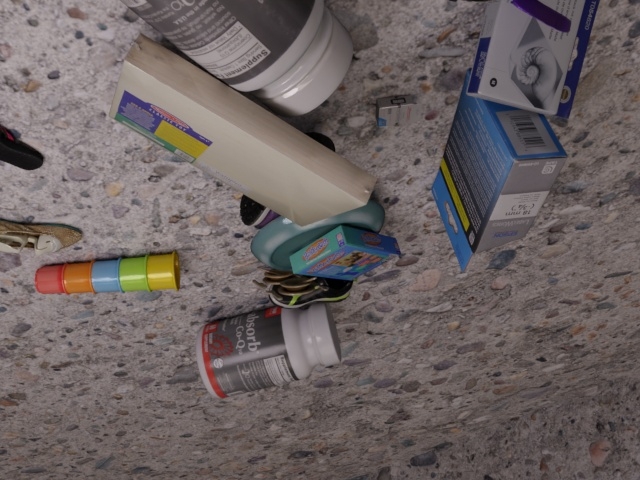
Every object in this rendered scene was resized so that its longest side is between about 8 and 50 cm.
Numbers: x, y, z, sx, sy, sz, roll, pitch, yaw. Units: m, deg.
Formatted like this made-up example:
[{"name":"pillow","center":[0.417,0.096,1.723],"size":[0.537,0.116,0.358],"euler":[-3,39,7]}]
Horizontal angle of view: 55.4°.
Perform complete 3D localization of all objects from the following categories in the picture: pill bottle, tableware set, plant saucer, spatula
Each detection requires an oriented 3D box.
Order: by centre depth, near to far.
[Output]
[{"name":"pill bottle","center":[-0.125,-0.338,0.837],"size":[0.204,0.204,0.361],"euler":[-30,140,25]},{"name":"spatula","center":[0.230,-0.366,0.912],"size":[0.296,0.084,0.030],"euler":[19,130,12]},{"name":"plant saucer","center":[0.000,0.000,1.383],"size":[0.317,0.044,0.318],"euler":[-13,158,-5]},{"name":"tableware set","center":[-0.081,0.092,1.474],"size":[0.128,0.194,0.039],"euler":[-10,104,-25]},{"name":"pill bottle","center":[-0.137,0.291,1.669],"size":[0.362,0.210,0.210],"euler":[-15,143,6]}]

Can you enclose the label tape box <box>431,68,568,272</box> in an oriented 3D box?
[{"name":"label tape box","center":[0.330,-0.129,1.193],"size":[0.105,0.241,0.334],"euler":[-6,144,-8]}]

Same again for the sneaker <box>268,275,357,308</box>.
[{"name":"sneaker","center":[-0.019,0.111,1.568],"size":[0.234,0.084,0.097],"euler":[-6,148,-23]}]

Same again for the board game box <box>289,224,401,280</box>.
[{"name":"board game box","center":[0.058,0.033,1.381],"size":[0.160,0.047,0.210],"euler":[-30,155,33]}]

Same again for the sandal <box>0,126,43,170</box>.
[{"name":"sandal","center":[-0.580,-0.177,1.092],"size":[0.067,0.040,0.179],"euler":[-18,158,20]}]

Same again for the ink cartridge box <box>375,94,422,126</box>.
[{"name":"ink cartridge box","center":[0.149,-0.249,1.166],"size":[0.083,0.028,0.048],"euler":[-7,144,-4]}]

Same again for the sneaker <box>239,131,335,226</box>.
[{"name":"sneaker","center":[-0.044,-0.120,1.252],"size":[0.124,0.107,0.283],"euler":[9,148,-39]}]

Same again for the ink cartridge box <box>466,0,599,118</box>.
[{"name":"ink cartridge box","center":[0.364,-0.325,0.997],"size":[0.223,0.045,0.223],"euler":[6,101,-23]}]

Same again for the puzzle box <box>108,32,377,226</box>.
[{"name":"puzzle box","center":[-0.139,-0.155,0.999],"size":[0.408,0.052,0.272],"euler":[30,164,-19]}]

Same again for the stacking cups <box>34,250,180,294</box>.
[{"name":"stacking cups","center":[-0.489,0.080,1.406],"size":[0.316,0.096,0.096],"euler":[-3,143,-7]}]

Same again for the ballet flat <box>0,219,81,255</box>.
[{"name":"ballet flat","center":[-0.616,0.001,1.288],"size":[0.206,0.067,0.073],"euler":[5,140,-19]}]
